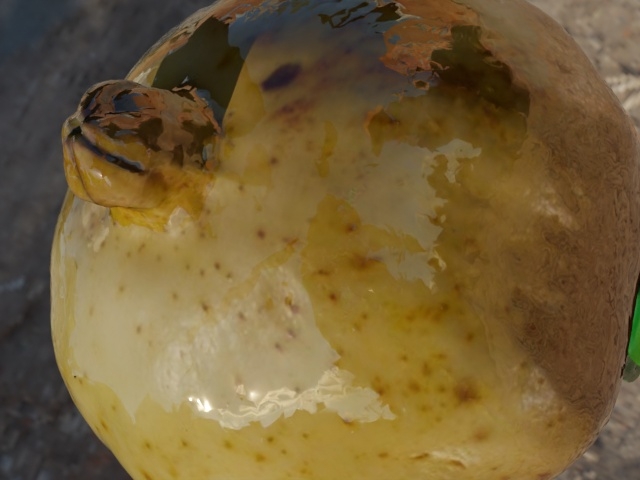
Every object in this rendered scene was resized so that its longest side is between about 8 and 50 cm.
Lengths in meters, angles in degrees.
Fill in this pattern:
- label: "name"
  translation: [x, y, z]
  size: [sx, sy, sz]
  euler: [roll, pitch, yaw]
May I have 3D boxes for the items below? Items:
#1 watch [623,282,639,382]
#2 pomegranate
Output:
- label: "watch"
  translation: [0.289, 0.076, 1.238]
  size: [0.152, 0.165, 0.131]
  euler: [21, 106, 24]
- label: "pomegranate"
  translation: [0.000, 0.000, 0.976]
  size: [0.410, 0.410, 0.410]
  euler: [-31, 44, 35]
